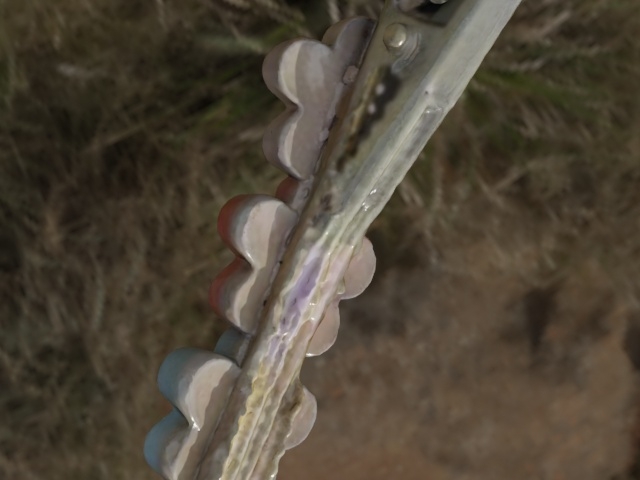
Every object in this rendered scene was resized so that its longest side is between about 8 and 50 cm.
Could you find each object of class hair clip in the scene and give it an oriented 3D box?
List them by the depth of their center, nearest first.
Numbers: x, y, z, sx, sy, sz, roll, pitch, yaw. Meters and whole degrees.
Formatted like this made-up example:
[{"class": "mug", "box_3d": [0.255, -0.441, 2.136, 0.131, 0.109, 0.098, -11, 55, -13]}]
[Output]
[{"class": "hair clip", "box_3d": [-0.004, -0.002, 0.554, 0.062, 0.056, 0.214, 25, 93, -41]}]
